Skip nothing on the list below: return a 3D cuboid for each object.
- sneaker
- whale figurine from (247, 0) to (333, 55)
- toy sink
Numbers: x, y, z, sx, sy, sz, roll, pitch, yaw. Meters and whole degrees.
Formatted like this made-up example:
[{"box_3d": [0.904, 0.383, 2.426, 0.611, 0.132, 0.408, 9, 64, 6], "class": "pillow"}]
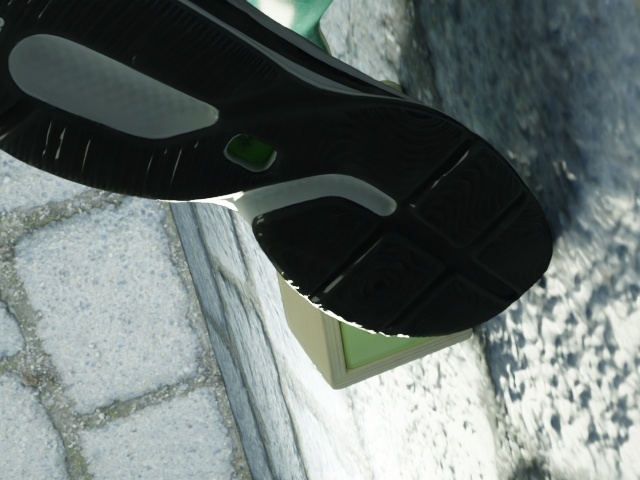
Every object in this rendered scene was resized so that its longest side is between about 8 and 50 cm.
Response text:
[{"box_3d": [-0.024, -0.110, 0.610, 0.169, 0.447, 0.258, -46, 35, 25], "class": "sneaker"}, {"box_3d": [-0.040, -0.236, 0.704, 0.272, 0.216, 0.141, 97, -165, -49], "class": "whale figurine"}, {"box_3d": [0.043, -0.005, 0.779, 0.131, 0.152, 0.234, -132, 29, -54], "class": "toy sink"}]
